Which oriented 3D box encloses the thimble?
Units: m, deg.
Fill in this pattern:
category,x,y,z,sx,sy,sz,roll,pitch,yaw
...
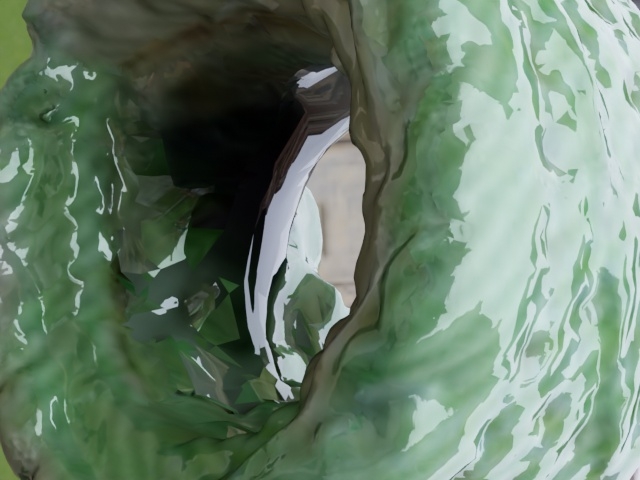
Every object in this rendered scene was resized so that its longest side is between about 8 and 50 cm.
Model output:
category,x,y,z,sx,sy,sz,roll,pitch,yaw
thimble,0.000,0.000,0.432,0.150,0.219,0.219,11,70,-47
